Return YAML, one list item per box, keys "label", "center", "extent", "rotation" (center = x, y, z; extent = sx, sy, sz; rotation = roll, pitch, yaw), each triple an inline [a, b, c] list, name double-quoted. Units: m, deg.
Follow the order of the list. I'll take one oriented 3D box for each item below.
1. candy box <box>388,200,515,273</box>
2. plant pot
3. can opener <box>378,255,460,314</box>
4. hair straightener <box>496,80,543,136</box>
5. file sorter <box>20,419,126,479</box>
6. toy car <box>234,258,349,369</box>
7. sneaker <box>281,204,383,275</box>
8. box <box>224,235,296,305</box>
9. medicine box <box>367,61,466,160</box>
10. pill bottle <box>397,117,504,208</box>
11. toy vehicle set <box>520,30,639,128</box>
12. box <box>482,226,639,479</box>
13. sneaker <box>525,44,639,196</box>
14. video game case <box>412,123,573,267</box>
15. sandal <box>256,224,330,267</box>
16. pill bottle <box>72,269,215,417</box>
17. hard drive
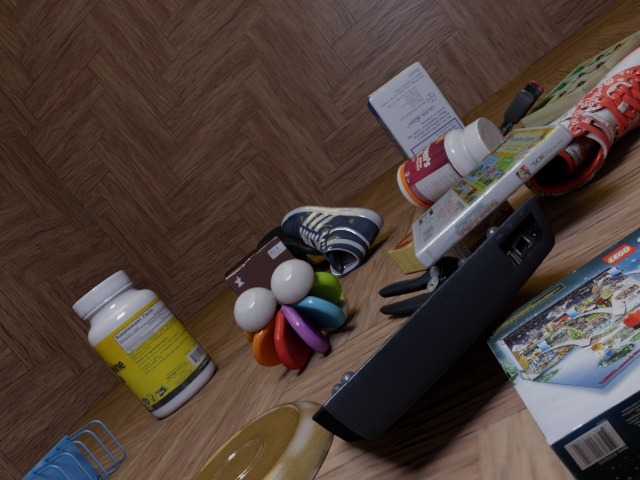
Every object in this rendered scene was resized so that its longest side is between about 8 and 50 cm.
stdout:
- label: "candy box"
  center: [0.199, -0.009, 0.816]
  extent: [0.109, 0.053, 0.187]
  rotation: [-40, 8, -25]
- label: "plant pot"
  center: [-0.086, 0.261, 0.585]
  extent: [0.236, 0.032, 0.236]
  rotation: [-38, 7, 5]
- label: "can opener"
  center: [0.133, 0.067, 0.675]
  extent: [0.186, 0.073, 0.059]
  rotation: [-33, 48, 52]
- label: "hair straightener"
  center: [0.424, -0.270, 1.222]
  extent: [0.089, 0.047, 0.230]
  rotation: [-41, -8, -27]
- label: "file sorter"
  center: [-0.490, 0.464, 1.053]
  extent: [0.105, 0.118, 0.170]
  rotation: [-33, 7, 10]
- label: "toy car"
  center: [-0.036, 0.132, 0.834]
  extent: [0.182, 0.159, 0.136]
  rotation: [-37, 41, 8]
- label: "sneaker"
  center: [0.000, 0.000, 1.254]
  extent: [0.282, 0.099, 0.153]
  rotation: [-1, 48, 34]
- label: "box"
  center: [-0.135, 0.105, 1.365]
  extent: [0.168, 0.167, 0.203]
  rotation: [-39, 6, -8]
- label: "medicine box"
  center: [0.261, -0.287, 1.356]
  extent: [0.149, 0.289, 0.263]
  rotation: [-35, 7, 10]
- label: "pill bottle"
  center: [0.282, -0.165, 1.135]
  extent: [0.221, 0.121, 0.121]
  rotation: [-33, 8, 45]
- label: "toy vehicle set"
  center: [0.580, -0.349, 1.155]
  extent: [0.267, 0.035, 0.166]
  rotation: [-41, 6, -24]
- label: "box"
  center: [0.227, 0.038, 0.329]
  extent: [0.233, 0.044, 0.159]
  rotation: [-37, 6, 11]
- label: "sneaker"
  center: [0.380, -0.158, 0.686]
  extent: [0.270, 0.090, 0.145]
  rotation: [-39, 6, 27]
- label: "video game case"
  center: [0.202, -0.064, 0.671]
  extent: [0.206, 0.026, 0.227]
  rotation: [-44, 1, 14]
- label: "sandal"
  center: [-0.019, 0.008, 1.495]
  extent: [0.167, 0.107, 0.446]
  rotation: [-46, 22, -27]
- label: "pill bottle"
  center: [-0.425, 0.242, 1.256]
  extent: [0.188, 0.334, 0.188]
  rotation: [-38, 6, 5]
- label: "hard drive"
  center: [0.101, 0.082, 0.479]
  extent: [0.255, 0.054, 0.172]
  rotation: [-41, -13, -18]
